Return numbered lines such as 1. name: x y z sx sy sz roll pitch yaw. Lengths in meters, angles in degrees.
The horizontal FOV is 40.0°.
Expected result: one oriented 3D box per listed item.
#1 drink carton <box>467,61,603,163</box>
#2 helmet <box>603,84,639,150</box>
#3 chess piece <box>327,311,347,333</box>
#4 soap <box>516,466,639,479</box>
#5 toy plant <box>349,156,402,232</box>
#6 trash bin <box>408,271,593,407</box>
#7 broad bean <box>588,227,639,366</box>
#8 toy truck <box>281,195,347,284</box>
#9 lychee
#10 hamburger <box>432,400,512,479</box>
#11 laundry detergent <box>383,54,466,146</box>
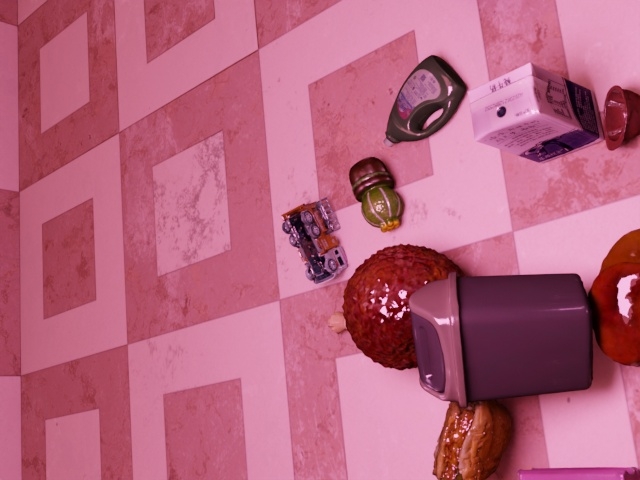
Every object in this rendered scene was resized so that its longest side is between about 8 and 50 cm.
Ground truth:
1. drink carton: 0.376 -0.217 1.535 0.134 0.222 0.101 -18 71 43
2. helmet: 0.527 -0.209 1.501 0.089 0.057 0.111 171 99 -81
3. chess piece: 0.080 0.176 1.898 0.172 0.060 0.060 -9 77 47
4. soap: 0.438 0.444 1.481 0.203 0.066 0.122 -16 72 44
5. toy plant: 0.121 -0.093 1.872 0.093 0.093 0.162 -40 61 34
6. trash bin: 0.303 0.162 1.482 0.291 0.182 0.209 -5 114 11
7. broad bean: 0.517 0.090 1.416 0.156 0.122 0.228 28 107 48
8. toy truck: -0.001 0.001 1.972 0.080 0.115 0.177 -25 89 40
9. lychee: 0.164 0.122 1.681 0.261 0.261 0.260 -9 77 45
10. hamburger: 0.277 0.360 1.578 0.130 0.206 0.183 13 95 10
11. laundry detergent: 0.206 -0.271 1.833 0.211 0.063 0.137 -52 58 27
